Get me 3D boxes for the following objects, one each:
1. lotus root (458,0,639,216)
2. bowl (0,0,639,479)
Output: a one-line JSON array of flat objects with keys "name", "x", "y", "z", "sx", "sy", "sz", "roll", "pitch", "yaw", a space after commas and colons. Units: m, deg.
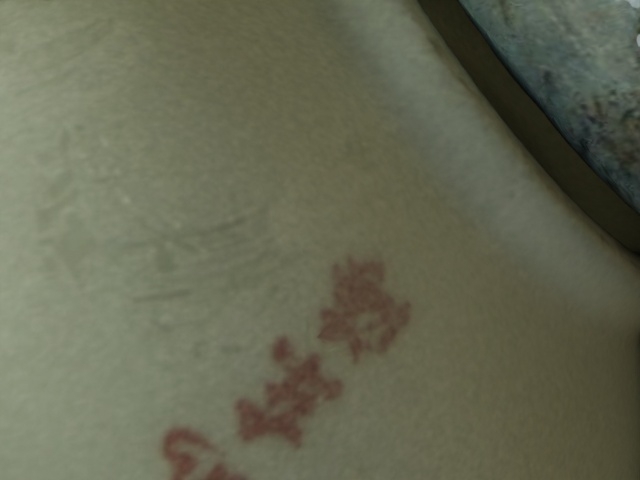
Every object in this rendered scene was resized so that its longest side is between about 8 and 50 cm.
[{"name": "lotus root", "x": 0.127, "y": -0.074, "z": 0.590, "sx": 0.322, "sy": 0.140, "sz": 0.158, "roll": 58, "pitch": 167, "yaw": 1}, {"name": "bowl", "x": 0.000, "y": 0.000, "z": 0.674, "sx": 0.196, "sy": 0.435, "sz": 0.435, "roll": -39, "pitch": 80, "yaw": 18}]
